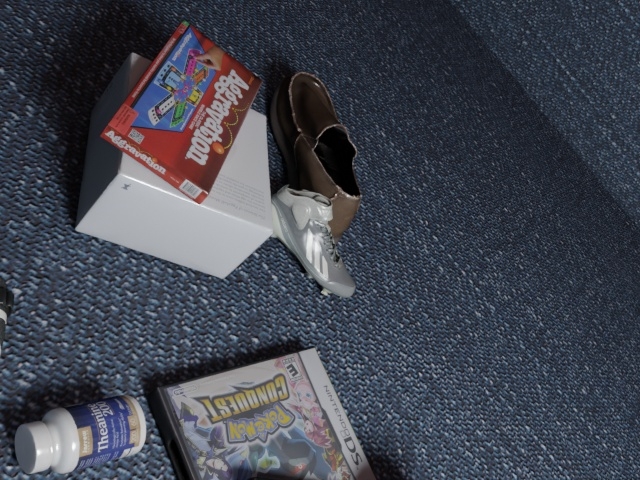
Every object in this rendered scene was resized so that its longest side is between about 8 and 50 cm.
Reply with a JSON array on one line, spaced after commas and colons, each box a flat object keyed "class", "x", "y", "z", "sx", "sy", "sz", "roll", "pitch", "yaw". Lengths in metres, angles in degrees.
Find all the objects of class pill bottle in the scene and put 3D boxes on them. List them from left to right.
[{"class": "pill bottle", "x": -0.250, "y": 0.204, "z": 0.771, "sx": 0.120, "sy": 0.067, "sz": 0.067, "roll": -3, "pitch": 61, "yaw": -46}]

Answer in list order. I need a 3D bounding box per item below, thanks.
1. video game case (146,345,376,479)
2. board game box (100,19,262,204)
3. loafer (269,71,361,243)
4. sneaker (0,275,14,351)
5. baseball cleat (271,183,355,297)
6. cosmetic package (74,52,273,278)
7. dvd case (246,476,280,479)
[{"class": "video game case", "x": -0.056, "y": 0.273, "z": 0.935, "sx": 0.275, "sy": 0.035, "sz": 0.248, "roll": -6, "pitch": 64, "yaw": -48}, {"class": "board game box", "x": -0.172, "y": -0.180, "z": 0.981, "sx": 0.145, "sy": 0.027, "sz": 0.281, "roll": 36, "pitch": 39, "yaw": -19}, {"class": "loafer", "x": 0.011, "y": -0.166, "z": 1.292, "sx": 0.134, "sy": 0.130, "sz": 0.365, "roll": 14, "pitch": 50, "yaw": -38}, {"class": "sneaker", "x": -0.418, "y": 0.043, "z": 0.739, "sx": 0.217, "sy": 0.079, "sz": 0.121, "roll": 33, "pitch": 37, "yaw": -34}, {"class": "baseball cleat", "x": 0.000, "y": 0.000, "z": 1.159, "sx": 0.206, "sy": 0.109, "sz": 0.072, "roll": 43, "pitch": 24, "yaw": -13}, {"class": "cosmetic package", "x": -0.196, "y": -0.097, "z": 1.020, "sx": 0.224, "sy": 0.138, "sz": 0.224, "roll": 22, "pitch": 44, "yaw": -32}, {"class": "dvd case", "x": -0.015, "y": 0.407, "z": 0.832, "sx": 0.180, "sy": 0.022, "sz": 0.253, "roll": 22, "pitch": 55, "yaw": -36}]
